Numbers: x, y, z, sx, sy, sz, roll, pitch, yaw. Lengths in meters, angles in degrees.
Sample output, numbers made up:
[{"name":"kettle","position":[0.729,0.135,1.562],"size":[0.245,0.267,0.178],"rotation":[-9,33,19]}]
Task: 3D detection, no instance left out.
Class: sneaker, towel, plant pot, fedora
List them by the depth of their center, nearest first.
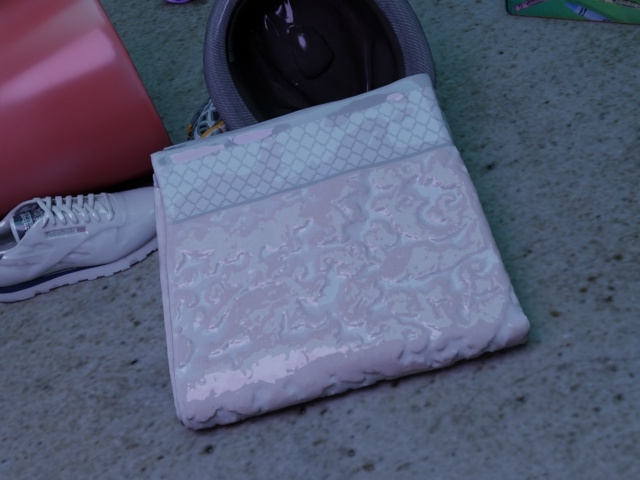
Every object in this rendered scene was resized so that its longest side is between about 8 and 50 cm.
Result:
[{"name":"towel","position":[0.000,0.000,0.878],"size":[0.332,0.053,0.316],"rotation":[-15,61,3]},{"name":"sneaker","position":[-0.276,-0.012,0.985],"size":[0.235,0.094,0.090],"rotation":[-23,44,-10]},{"name":"plant pot","position":[-0.334,-0.155,1.021],"size":[0.243,0.274,0.275],"rotation":[-28,46,-9]},{"name":"fedora","position":[-0.003,-0.203,1.023],"size":[0.244,0.275,0.124],"rotation":[-41,8,10]},{"name":"sneaker","position":[-0.126,-0.119,1.064],"size":[0.083,0.084,0.214],"rotation":[-1,41,29]}]

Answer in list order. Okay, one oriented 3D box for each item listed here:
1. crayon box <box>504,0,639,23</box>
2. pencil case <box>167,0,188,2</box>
[{"name":"crayon box","position":[0.397,-0.363,1.146],"size":[0.279,0.081,0.165],"rotation":[12,52,25]},{"name":"pencil case","position":[-0.209,-0.466,1.407],"size":[0.087,0.088,0.206],"rotation":[-3,47,15]}]
